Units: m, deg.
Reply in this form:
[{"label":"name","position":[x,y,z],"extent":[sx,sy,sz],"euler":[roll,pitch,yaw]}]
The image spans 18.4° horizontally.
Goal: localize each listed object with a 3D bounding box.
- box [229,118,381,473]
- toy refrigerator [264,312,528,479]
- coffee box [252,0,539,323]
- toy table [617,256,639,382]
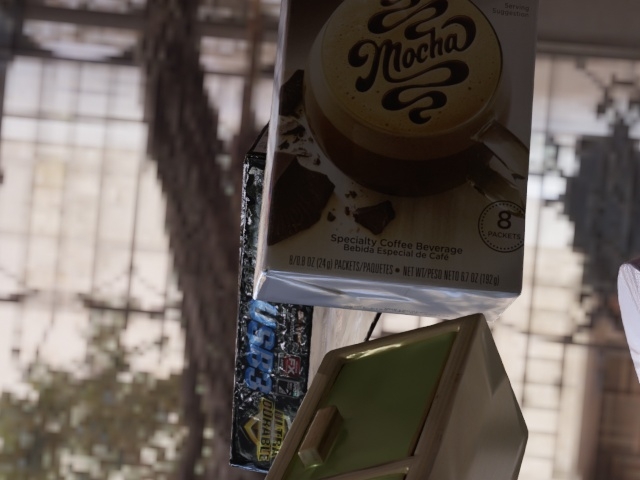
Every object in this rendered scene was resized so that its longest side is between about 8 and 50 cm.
[{"label":"box","position":[0.000,0.000,1.667],"extent":[0.073,0.295,0.293],"euler":[11,-151,12]},{"label":"toy refrigerator","position":[0.032,0.139,1.039],"extent":[0.102,0.094,0.269],"euler":[-15,-160,20]},{"label":"coffee box","position":[0.052,-0.106,1.315],"extent":[0.168,0.297,0.119],"euler":[5,168,-4]},{"label":"toy table","position":[0.364,0.119,1.593],"extent":[0.161,0.274,0.252],"euler":[-21,-176,-9]}]
